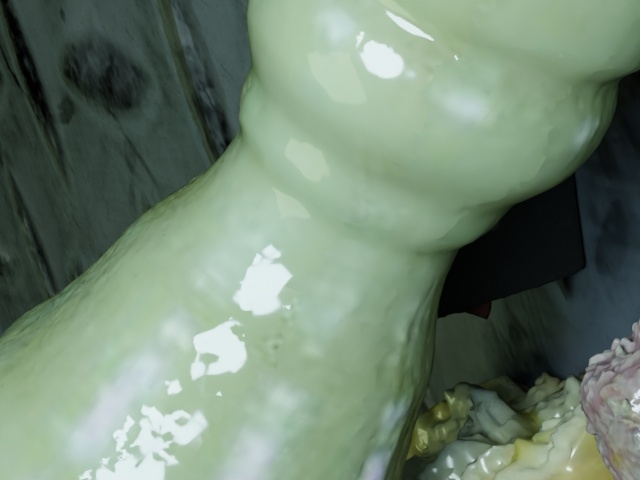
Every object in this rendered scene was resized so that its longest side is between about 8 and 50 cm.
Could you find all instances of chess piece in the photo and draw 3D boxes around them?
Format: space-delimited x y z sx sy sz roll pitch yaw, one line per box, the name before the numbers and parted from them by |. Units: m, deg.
chess piece | 0.000 0.000 0.847 0.234 0.234 0.442 52 123 36

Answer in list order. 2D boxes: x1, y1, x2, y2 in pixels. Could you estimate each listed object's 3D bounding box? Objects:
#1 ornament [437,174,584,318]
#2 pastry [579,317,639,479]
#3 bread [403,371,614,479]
ornament | 0.035 -0.055 1.073 0.196 0.153 0.166 -130 26 -61
pastry | 0.192 0.112 0.873 0.103 0.112 0.265 -160 51 -77
bread | 0.105 0.219 1.059 0.270 0.211 0.315 67 163 -3
